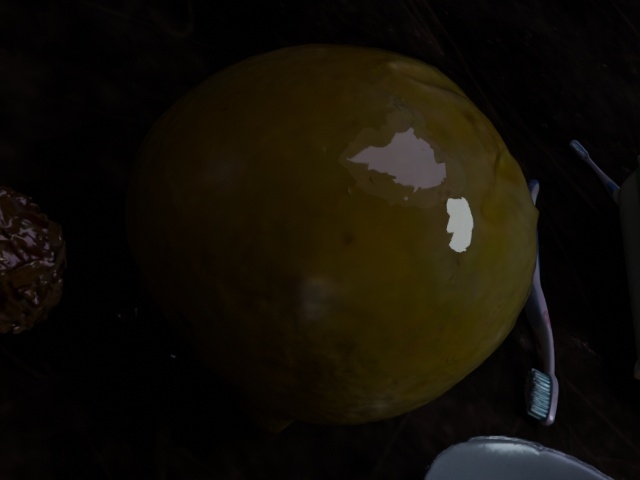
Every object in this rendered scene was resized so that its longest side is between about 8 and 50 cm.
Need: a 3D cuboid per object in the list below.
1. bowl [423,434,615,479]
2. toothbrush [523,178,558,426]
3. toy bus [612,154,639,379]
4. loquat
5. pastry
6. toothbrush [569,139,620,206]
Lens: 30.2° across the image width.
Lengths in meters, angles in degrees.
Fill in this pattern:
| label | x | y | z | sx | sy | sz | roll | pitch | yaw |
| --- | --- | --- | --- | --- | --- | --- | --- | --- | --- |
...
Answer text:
| label | x | y | z | sx | sy | sz | roll | pitch | yaw |
| --- | --- | --- | --- | --- | --- | --- | --- | --- | --- |
| bowl | 0.126 | 0.208 | 0.688 | 0.189 | 0.086 | 0.189 | 20 | 27 | -11 |
| toothbrush | 0.173 | 0.039 | 0.954 | 0.027 | 0.021 | 0.269 | 33 | 38 | -22 |
| toy bus | 0.342 | 0.046 | 0.999 | 0.165 | 0.134 | 0.276 | 27 | 44 | -22 |
| loquat | 0.000 | 0.000 | 0.687 | 0.244 | 0.244 | 0.243 | 24 | 42 | -23 |
| pastry | -0.209 | -0.010 | 0.628 | 0.169 | 0.063 | 0.087 | 21 | 45 | -27 |
| toothbrush | 0.294 | -0.034 | 1.137 | 0.162 | 0.014 | 0.017 | 49 | 24 | 7 |
